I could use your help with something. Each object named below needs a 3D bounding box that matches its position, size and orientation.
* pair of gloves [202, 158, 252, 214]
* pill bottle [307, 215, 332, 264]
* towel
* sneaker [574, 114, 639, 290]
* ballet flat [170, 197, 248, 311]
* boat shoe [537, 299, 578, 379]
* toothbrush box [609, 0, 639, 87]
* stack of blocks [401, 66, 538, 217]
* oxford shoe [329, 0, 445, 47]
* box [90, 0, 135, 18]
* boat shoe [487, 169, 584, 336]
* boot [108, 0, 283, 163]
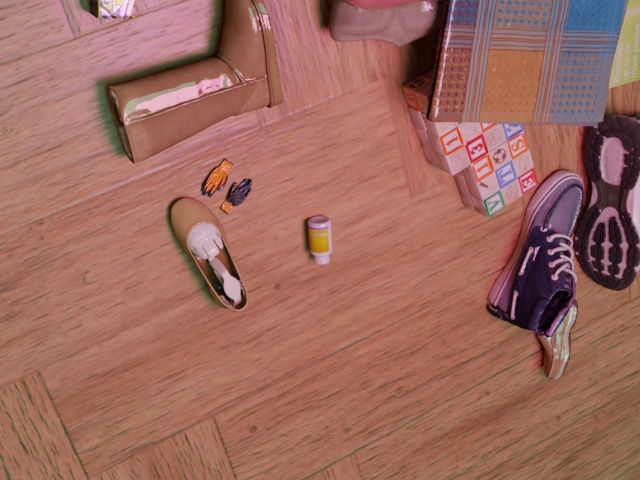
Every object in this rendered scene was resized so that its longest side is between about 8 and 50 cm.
[{"bbox_3d":[-0.159,-0.091,1.666,0.074,0.010,0.083,-50,125,-2],"label":"pair of gloves"},{"bbox_3d":[0.000,0.000,1.771,0.043,0.043,0.083,-14,116,-23],"label":"pill bottle"},{"bbox_3d":[0.362,-0.332,1.691,0.370,0.040,0.271,-3,113,-25],"label":"towel"},{"bbox_3d":[0.655,-0.084,2.045,0.182,0.158,0.410,-25,127,-38],"label":"sneaker"},{"bbox_3d":[-0.180,0.028,1.667,0.080,0.073,0.232,-35,122,-12],"label":"ballet flat"},{"bbox_3d":[0.506,0.213,2.131,0.072,0.068,0.189,5,99,-17],"label":"boat shoe"},{"bbox_3d":[0.484,-0.388,1.824,0.283,0.122,0.206,-16,118,-20],"label":"toothbrush box"},{"bbox_3d":[0.284,-0.192,1.818,0.171,0.087,0.297,-32,122,-13],"label":"stack of blocks"},{"bbox_3d":[0.164,-0.403,1.670,0.348,0.123,0.130,-6,139,-28],"label":"oxford shoe"},{"bbox_3d":[-0.304,-0.413,1.426,0.059,0.054,0.168,-6,113,-26],"label":"box"},{"bbox_3d":[0.478,0.034,1.975,0.127,0.158,0.340,15,103,-32],"label":"boat shoe"},{"bbox_3d":[-0.202,-0.267,1.524,0.270,0.089,0.236,-22,119,-18],"label":"boot"}]
